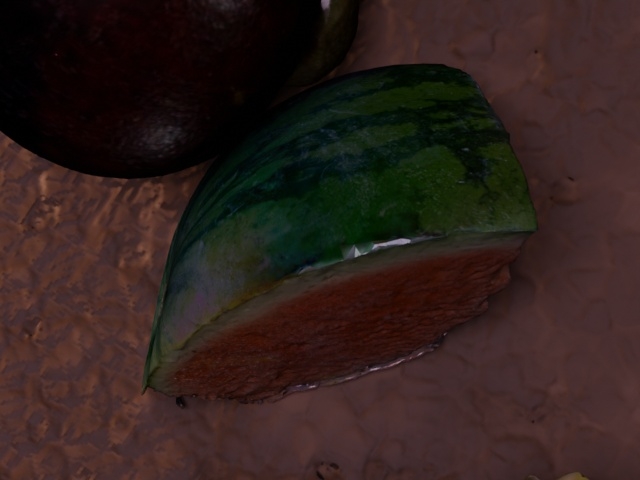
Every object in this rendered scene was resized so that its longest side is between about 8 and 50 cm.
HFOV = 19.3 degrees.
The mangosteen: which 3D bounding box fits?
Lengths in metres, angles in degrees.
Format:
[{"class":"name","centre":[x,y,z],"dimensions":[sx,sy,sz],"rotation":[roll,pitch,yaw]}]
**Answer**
[{"class":"mangosteen","centre":[-0.081,-0.130,0.912],"dimensions":[0.216,0.216,0.216],"rotation":[-1,84,14]}]

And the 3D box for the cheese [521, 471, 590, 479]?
[{"class":"cheese","centre":[0.102,0.264,0.863],"dimensions":[0.259,0.128,0.316],"rotation":[10,93,7]}]

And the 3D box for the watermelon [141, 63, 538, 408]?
[{"class":"watermelon","centre":[-0.008,-0.020,0.934],"dimensions":[0.231,0.128,0.146],"rotation":[-17,63,14]}]
